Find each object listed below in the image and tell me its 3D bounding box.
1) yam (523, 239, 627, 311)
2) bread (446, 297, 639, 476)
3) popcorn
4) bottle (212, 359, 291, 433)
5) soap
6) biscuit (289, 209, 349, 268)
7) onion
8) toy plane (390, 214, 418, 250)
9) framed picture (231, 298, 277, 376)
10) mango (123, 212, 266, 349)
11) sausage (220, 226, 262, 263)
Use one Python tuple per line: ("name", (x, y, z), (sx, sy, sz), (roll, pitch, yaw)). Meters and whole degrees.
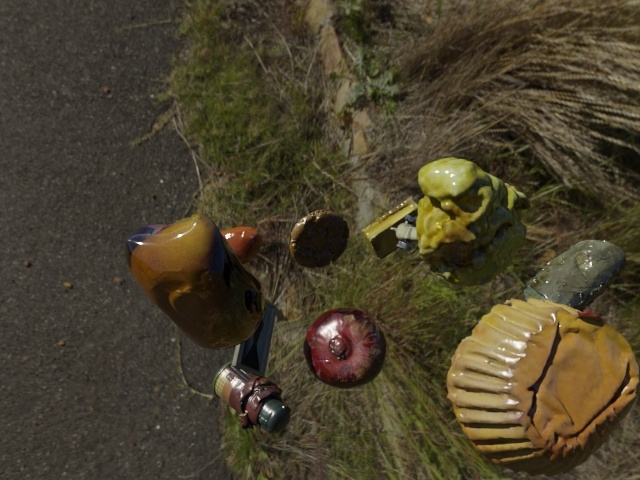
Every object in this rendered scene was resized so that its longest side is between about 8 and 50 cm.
("yam", (0.443, 0.075, 0.897), (0.183, 0.107, 0.107), (-36, 76, -12))
("bread", (0.329, 0.217, 0.748), (0.274, 0.149, 0.274), (0, 86, -5))
("popcorn", (0.284, -0.024, 0.981), (0.173, 0.286, 0.225), (9, 87, 41))
("bottle", (-0.207, 0.478, 1.524), (0.271, 0.143, 0.156), (25, 75, 39))
("soap", (0.274, -0.040, 1.852), (0.233, 0.135, 0.076), (-34, 46, -8))
("biscuit", (0.000, 0.000, 1.668), (0.226, 0.226, 0.042), (-26, 38, -16))
("onion", (0.070, 0.311, 1.479), (0.246, 0.190, 0.246), (-5, 70, 14))
("toy plane", (0.268, -0.010, 1.304), (0.108, 0.286, 0.092), (15, 91, -12))
("framed picture", (-0.172, 0.251, 1.362), (0.015, 0.150, 0.203), (-1, 65, 25))
("mango", (-0.195, 0.072, 0.837), (0.152, 0.287, 0.201), (-38, 42, -11))
("sausage", (-0.323, 0.030, 1.756), (0.258, 0.133, 0.133), (-21, 70, 12))
